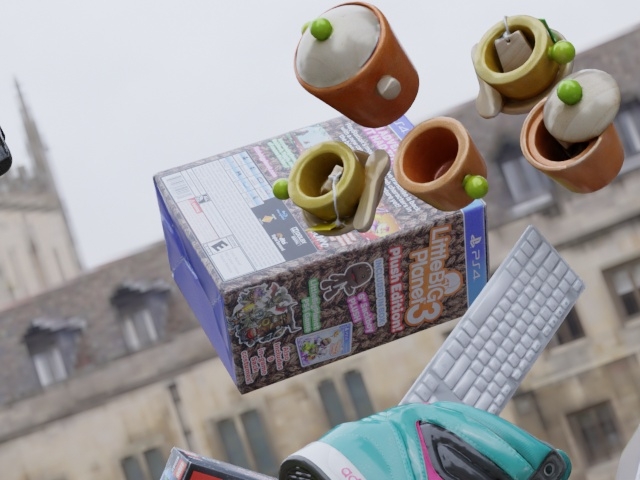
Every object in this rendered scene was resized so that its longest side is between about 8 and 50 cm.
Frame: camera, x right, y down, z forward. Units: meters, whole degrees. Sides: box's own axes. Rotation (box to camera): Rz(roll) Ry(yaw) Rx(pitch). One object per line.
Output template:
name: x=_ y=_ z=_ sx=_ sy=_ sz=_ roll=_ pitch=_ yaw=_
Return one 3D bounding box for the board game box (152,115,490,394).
board game box: x=0.000 y=0.000 z=1.683 sx=0.291 sy=0.232 sz=0.141 roll=-18 pitch=-51 yaw=-14

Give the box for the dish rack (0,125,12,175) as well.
dish rack: x=-0.495 y=-0.132 z=1.892 sx=0.208 sy=0.074 sz=0.271 roll=-33 pitch=-36 yaw=-12

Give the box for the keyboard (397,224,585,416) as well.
keyboard: x=0.127 y=0.094 z=1.230 sx=0.014 sy=0.072 sz=0.256 roll=-18 pitch=27 yaw=52

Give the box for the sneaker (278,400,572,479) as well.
sneaker: x=0.121 y=0.229 z=1.090 sx=0.178 sy=0.295 sz=0.124 roll=-32 pitch=-6 yaw=-32

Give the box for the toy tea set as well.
toy tea set: x=0.096 y=-0.121 z=1.317 sx=0.336 sy=0.200 sz=0.124 roll=-6 pitch=-30 yaw=33

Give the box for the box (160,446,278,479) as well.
box: x=-0.057 y=0.294 z=1.417 sx=0.233 sy=0.159 sz=0.044 roll=22 pitch=2 yaw=-29

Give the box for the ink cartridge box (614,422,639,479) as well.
ink cartridge box: x=0.436 y=0.273 z=1.556 sx=0.278 sy=0.117 sz=0.201 roll=17 pitch=-24 yaw=7
